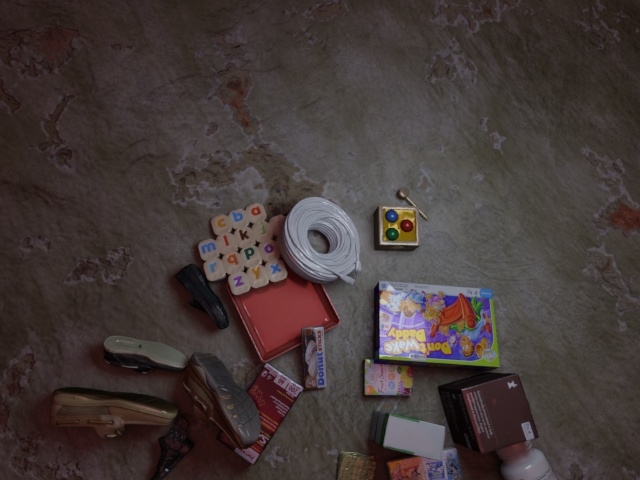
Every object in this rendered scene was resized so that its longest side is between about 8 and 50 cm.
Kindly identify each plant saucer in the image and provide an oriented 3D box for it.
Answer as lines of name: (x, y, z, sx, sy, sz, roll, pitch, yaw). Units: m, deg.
plant saucer: (-0.111, 0.190, 1.423, 0.259, 0.047, 0.259, -26, 78, -11)

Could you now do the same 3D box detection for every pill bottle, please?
pill bottle: (0.576, 0.650, 1.319, 0.131, 0.131, 0.229, -25, 79, -11)

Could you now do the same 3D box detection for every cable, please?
cable: (0.000, 0.000, 1.424, 0.257, 0.089, 0.257, 19, 60, -21)

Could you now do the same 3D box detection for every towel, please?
towel: (0.095, 0.669, 1.327, 0.110, 0.027, 0.148, 12, 74, -3)

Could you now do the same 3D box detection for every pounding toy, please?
pounding toy: (0.265, -0.076, 1.499, 0.181, 0.094, 0.205, 1, 76, -4)

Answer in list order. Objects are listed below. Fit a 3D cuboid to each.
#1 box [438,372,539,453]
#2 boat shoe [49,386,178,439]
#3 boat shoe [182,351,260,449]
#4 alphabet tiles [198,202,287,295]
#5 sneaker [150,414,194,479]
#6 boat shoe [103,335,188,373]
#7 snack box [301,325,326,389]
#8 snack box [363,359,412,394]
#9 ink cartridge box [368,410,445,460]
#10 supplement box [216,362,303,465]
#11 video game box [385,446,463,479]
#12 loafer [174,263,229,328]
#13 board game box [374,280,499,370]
box: (0.453, 0.467, 1.319, 0.167, 0.203, 0.168, -12, 76, -7)
boat shoe: (-0.554, 0.470, 1.283, 0.341, 0.121, 0.110, 5, 79, 7)
boat shoe: (-0.270, 0.435, 1.267, 0.116, 0.123, 0.324, -56, 45, 6)
alphabet tiles: (-0.218, 0.022, 1.443, 0.284, 0.021, 0.277, -20, 64, -8)
sneaker: (-0.414, 0.569, 1.299, 0.089, 0.051, 0.170, 44, 72, 7)
boat shoe: (-0.493, 0.334, 1.349, 0.233, 0.084, 0.079, 14, 111, -8)
snack box: (-0.019, 0.337, 1.375, 0.064, 0.022, 0.178, -4, 95, -12)
snack box: (0.197, 0.401, 1.399, 0.141, 0.037, 0.100, 3, 74, -5)
ink cartridge box: (0.225, 0.519, 1.284, 0.153, 0.208, 0.086, 14, 72, -2)
supplement box: (-0.167, 0.477, 1.331, 0.130, 0.073, 0.239, 33, 76, 3)
video game box: (0.297, 0.691, 1.328, 0.205, 0.048, 0.187, -7, 78, -7)
loafer: (-0.346, 0.171, 1.396, 0.078, 0.076, 0.223, -35, 76, -7)
board game box: (0.336, 0.252, 1.410, 0.348, 0.078, 0.233, 4, 66, -4)
